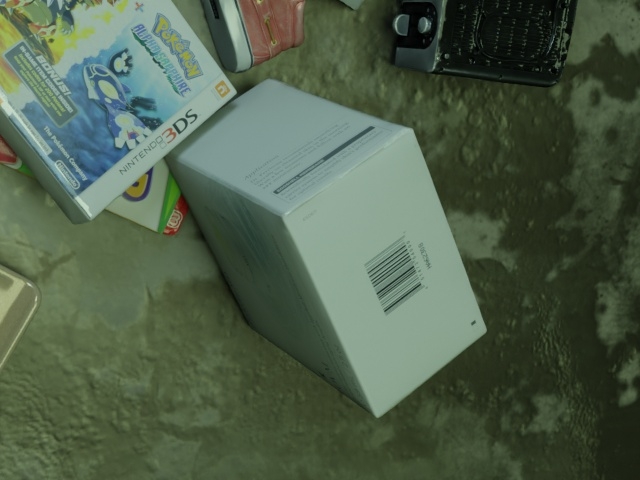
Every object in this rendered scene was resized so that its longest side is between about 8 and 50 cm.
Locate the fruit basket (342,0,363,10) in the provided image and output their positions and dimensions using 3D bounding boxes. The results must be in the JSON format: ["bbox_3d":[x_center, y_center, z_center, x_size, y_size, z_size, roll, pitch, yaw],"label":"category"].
[{"bbox_3d":[0.036,-0.400,0.979,0.353,0.165,0.327,-61,158,10],"label":"fruit basket"}]

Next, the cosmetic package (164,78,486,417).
[{"bbox_3d":[0.000,0.000,1.028,0.138,0.224,0.224,-35,123,-18],"label":"cosmetic package"}]

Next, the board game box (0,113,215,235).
[{"bbox_3d":[-0.210,-0.102,1.026,0.259,0.039,0.124,25,89,-32],"label":"board game box"}]

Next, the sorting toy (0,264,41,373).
[{"bbox_3d":[-0.374,0.077,0.982,0.208,0.038,0.193,31,86,-25],"label":"sorting toy"}]

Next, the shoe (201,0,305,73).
[{"bbox_3d":[-0.070,-0.248,1.051,0.081,0.063,0.178,-26,117,-22],"label":"shoe"}]

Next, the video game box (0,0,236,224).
[{"bbox_3d":[-0.197,-0.149,0.973,0.187,0.048,0.205,-47,111,-28],"label":"video game box"}]

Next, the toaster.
[{"bbox_3d":[0.170,-0.244,1.145,0.185,0.110,0.168,2,101,-27],"label":"toaster"}]
